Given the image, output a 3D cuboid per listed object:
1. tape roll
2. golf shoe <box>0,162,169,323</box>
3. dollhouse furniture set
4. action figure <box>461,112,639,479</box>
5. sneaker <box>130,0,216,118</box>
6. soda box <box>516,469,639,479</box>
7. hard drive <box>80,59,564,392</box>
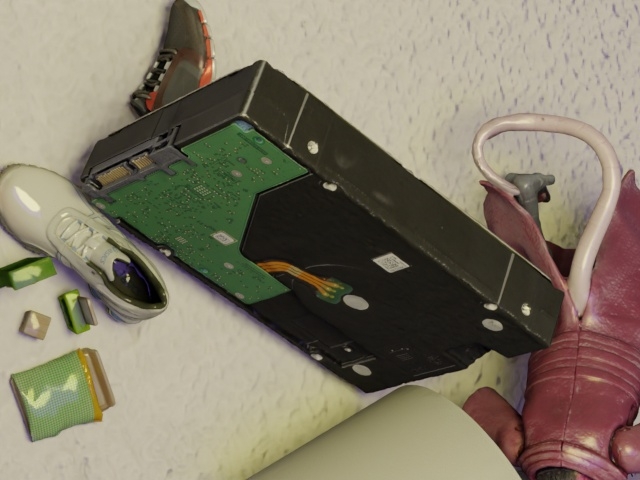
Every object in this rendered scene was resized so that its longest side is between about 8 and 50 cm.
[{"bbox_3d":[0.064,0.264,1.504,0.169,0.246,0.246,-29,103,-23],"label":"tape roll"},{"bbox_3d":[-0.188,-0.001,1.468,0.176,0.086,0.069,40,76,-19],"label":"golf shoe"},{"bbox_3d":[-0.216,0.088,1.469,0.076,0.058,0.152,-21,99,-23],"label":"dollhouse furniture set"},{"bbox_3d":[0.241,0.111,1.551,0.276,0.248,0.370,71,24,-52],"label":"action figure"},{"bbox_3d":[-0.126,-0.128,1.512,0.065,0.061,0.158,0,90,-19],"label":"sneaker"},{"bbox_3d":[0.261,0.235,1.701,0.183,0.058,0.063,-10,95,-25],"label":"soda box"},{"bbox_3d":[0.000,0.000,1.461,0.339,0.237,0.064,35,57,-26],"label":"hard drive"}]
